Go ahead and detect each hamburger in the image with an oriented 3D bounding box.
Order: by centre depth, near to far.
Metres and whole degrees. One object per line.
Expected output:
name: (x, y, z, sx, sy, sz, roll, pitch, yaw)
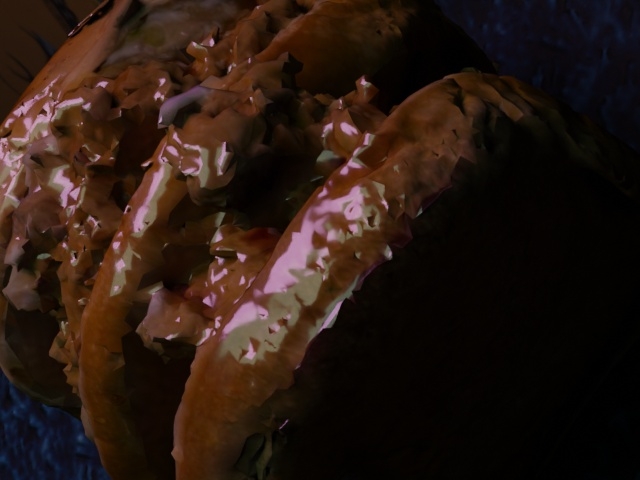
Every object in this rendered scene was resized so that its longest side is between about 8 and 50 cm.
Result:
hamburger: (0.006, 0.009, 0.760, 0.211, 0.260, 0.245, 30, 139, 34)

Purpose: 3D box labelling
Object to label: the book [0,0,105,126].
book: (-0.204, -0.115, 1.020, 0.389, 0.269, 0.032, 7, 51, 50)
